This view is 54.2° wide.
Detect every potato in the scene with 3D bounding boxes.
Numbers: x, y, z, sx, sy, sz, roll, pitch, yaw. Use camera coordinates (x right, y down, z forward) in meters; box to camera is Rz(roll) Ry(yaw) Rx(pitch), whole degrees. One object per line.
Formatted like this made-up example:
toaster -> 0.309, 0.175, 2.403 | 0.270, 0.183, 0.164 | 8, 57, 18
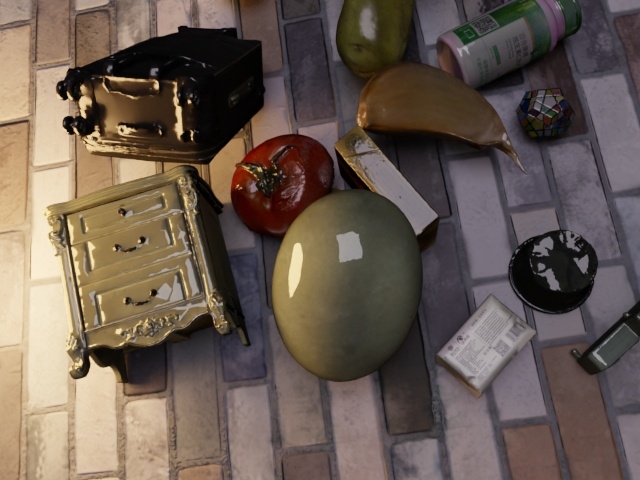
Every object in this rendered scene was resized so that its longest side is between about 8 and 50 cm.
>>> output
potato -> 0.114, -0.449, 1.298 | 0.149, 0.197, 0.228 | 3, 89, 40

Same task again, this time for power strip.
power strip -> 0.544, 0.138, 1.080 | 0.216, 0.145, 0.061 | -41, 74, -7

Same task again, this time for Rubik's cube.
Rubik's cube -> 0.445, -0.252, 1.240 | 0.111, 0.093, 0.111 | -2, 72, 6

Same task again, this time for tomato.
tomato -> -0.084, -0.120, 1.238 | 0.228, 0.101, 0.227 | -8, 67, 20

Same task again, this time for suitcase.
suitcase -> -0.269, -0.284, 1.202 | 0.283, 0.194, 0.434 | 6, 30, 9

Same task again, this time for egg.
egg -> 0.044, 0.081, 1.081 | 0.259, 0.258, 0.352 | 20, 117, 13

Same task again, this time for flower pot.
flower pot -> 0.433, 0.050, 1.143 | 0.158, 0.107, 0.157 | -2, 74, 6

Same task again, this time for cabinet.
cabinet -> -0.313, 0.073, 1.169 | 0.290, 0.227, 0.317 | -16, 72, 1

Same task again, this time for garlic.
garlic -> 0.232, -0.228, 1.228 | 0.339, 0.151, 0.196 | 16, 48, -8

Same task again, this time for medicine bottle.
medicine bottle -> 0.386, -0.416, 1.278 | 0.274, 0.133, 0.133 | -27, 72, -1

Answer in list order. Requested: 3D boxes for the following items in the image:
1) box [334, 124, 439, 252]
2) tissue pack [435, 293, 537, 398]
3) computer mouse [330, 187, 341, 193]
box -> 0.126, -0.088, 1.198 | 0.071, 0.159, 0.240 | -38, 73, -2
tissue pack -> 0.293, 0.190, 1.120 | 0.106, 0.099, 0.148 | 42, 82, 19
computer mouse -> 0.031, -0.008, 1.232 | 0.102, 0.045, 0.198 | -22, 78, 8
